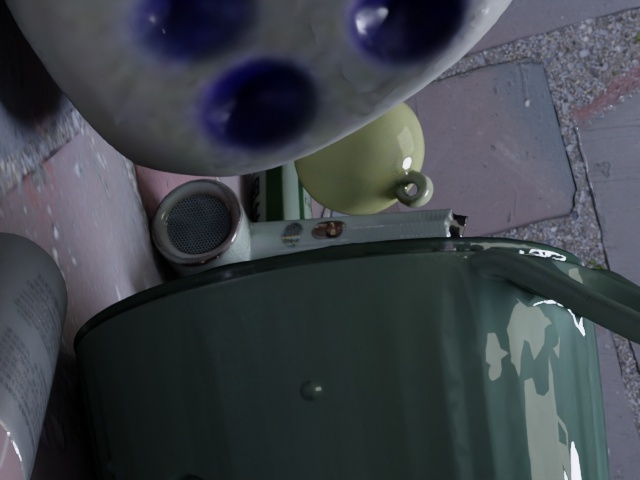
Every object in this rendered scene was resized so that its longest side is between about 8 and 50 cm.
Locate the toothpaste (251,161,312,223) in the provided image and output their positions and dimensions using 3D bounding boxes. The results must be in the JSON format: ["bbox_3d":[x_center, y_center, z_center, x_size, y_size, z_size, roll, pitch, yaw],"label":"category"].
[{"bbox_3d":[-0.036,0.027,1.778,0.392,0.061,0.098,-93,-171,-52],"label":"toothpaste"}]

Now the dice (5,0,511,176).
[{"bbox_3d":[-0.044,-0.241,1.183,0.277,0.304,0.304,55,13,-33],"label":"dice"}]

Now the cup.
[{"bbox_3d":[0.046,0.192,1.026,0.401,0.310,0.392,141,-56,-62],"label":"cup"}]

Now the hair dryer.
[{"bbox_3d":[0.000,0.000,1.432,0.131,0.236,0.073,60,25,-62],"label":"hair dryer"}]

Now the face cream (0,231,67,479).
[{"bbox_3d":[-0.159,0.072,0.852,0.198,0.057,0.084,-86,159,-61],"label":"face cream"}]

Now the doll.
[{"bbox_3d":[-0.019,-0.106,1.498,0.296,0.141,0.117,39,-5,26],"label":"doll"}]
